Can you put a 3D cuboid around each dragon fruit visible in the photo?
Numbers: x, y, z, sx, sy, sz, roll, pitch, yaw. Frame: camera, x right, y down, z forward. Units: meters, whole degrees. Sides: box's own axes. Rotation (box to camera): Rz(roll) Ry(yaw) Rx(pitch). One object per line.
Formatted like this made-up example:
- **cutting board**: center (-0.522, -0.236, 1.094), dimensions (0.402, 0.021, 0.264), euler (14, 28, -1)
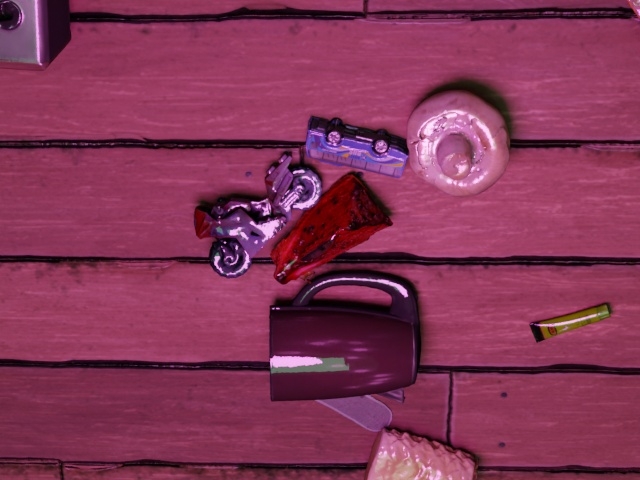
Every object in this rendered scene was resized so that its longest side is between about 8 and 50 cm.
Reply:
- **dragon fruit**: center (0.013, 0.010, 1.810), dimensions (0.192, 0.122, 0.092), euler (-39, 121, 17)

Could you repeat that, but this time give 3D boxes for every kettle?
- **kettle**: center (0.037, 0.150, 1.874), dimensions (0.232, 0.144, 0.202), euler (-1, 84, -2)

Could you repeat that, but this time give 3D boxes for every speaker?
- **speaker**: center (-0.462, -0.328, 1.643), dimensions (0.231, 0.192, 0.153), euler (4, 114, 1)

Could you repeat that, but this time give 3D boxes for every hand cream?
- **hand cream**: center (0.385, 0.126, 1.884), dimensions (0.122, 0.023, 0.036), euler (-19, 112, 17)

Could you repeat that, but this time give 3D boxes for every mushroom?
- **mushroom**: center (0.192, -0.135, 1.724), dimensions (0.154, 0.122, 0.154), euler (5, 120, 8)

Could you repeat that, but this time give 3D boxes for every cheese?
- **cheese**: center (0.159, 0.380, 1.978), dimensions (0.167, 0.094, 0.123), euler (18, 117, -4)

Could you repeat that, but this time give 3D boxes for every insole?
- **insole**: center (0.019, 0.239, 1.973), dimensions (0.232, 0.003, 0.080), euler (37, 112, -12)

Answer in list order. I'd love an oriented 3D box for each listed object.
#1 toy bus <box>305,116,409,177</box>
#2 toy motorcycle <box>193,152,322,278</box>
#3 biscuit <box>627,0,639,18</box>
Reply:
- **toy bus**: center (0.052, -0.135, 1.773), dimensions (0.153, 0.051, 0.061), euler (12, 121, -2)
- **toy motorcycle**: center (-0.101, -0.046, 1.813), dimensions (0.213, 0.082, 0.122), euler (-43, 105, 8)
- **biscuit**: center (0.506, -0.281, 1.668), dimensions (0.094, 0.054, 0.378), euler (-35, 108, 18)
